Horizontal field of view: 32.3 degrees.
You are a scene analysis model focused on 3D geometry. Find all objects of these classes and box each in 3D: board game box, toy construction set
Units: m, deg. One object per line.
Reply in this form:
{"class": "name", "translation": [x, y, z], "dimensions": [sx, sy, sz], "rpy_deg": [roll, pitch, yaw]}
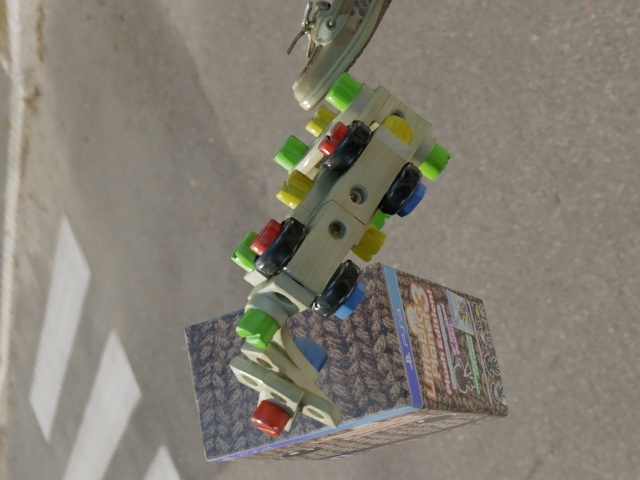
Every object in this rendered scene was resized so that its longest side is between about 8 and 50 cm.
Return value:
{"class": "board game box", "translation": [0.038, 0.143, 1.190], "dimensions": [0.232, 0.291, 0.141], "rpy_deg": [-19, 72, 24]}
{"class": "toy construction set", "translation": [0.000, 0.000, 0.943], "dimensions": [0.215, 0.151, 0.328], "rpy_deg": [-32, 37, 65]}

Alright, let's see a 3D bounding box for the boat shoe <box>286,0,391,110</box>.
{"class": "boat shoe", "translation": [0.035, -0.287, 1.287], "dimensions": [0.089, 0.285, 0.104], "rpy_deg": [29, -174, -8]}
